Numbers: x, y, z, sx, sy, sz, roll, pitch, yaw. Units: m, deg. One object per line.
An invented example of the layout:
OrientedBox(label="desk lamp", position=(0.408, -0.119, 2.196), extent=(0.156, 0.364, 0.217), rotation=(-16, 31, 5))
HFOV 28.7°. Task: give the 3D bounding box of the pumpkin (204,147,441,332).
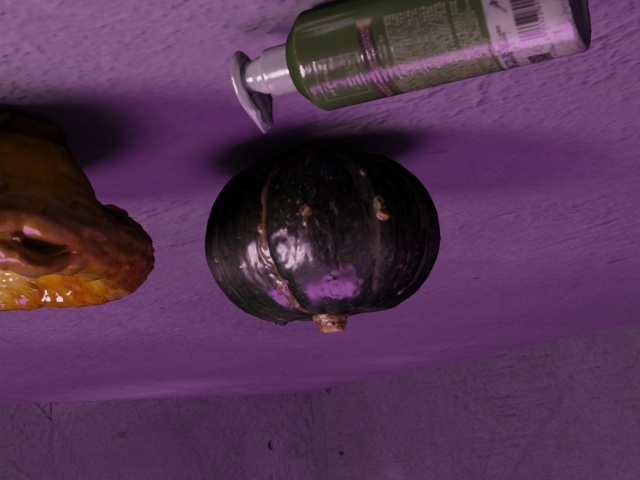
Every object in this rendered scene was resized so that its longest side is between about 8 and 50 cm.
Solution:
OrientedBox(label="pumpkin", position=(0.001, -0.001, 1.003), extent=(0.190, 0.146, 0.190), rotation=(5, -172, -1))

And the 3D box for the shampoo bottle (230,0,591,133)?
OrientedBox(label="shampoo bottle", position=(0.044, -0.109, 0.698), extent=(0.205, 0.065, 0.065), rotation=(-11, 167, 23))

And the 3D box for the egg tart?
OrientedBox(label="egg tart", position=(-0.254, -0.016, 0.875), extent=(0.294, 0.123, 0.294), rotation=(-2, 169, 0))
